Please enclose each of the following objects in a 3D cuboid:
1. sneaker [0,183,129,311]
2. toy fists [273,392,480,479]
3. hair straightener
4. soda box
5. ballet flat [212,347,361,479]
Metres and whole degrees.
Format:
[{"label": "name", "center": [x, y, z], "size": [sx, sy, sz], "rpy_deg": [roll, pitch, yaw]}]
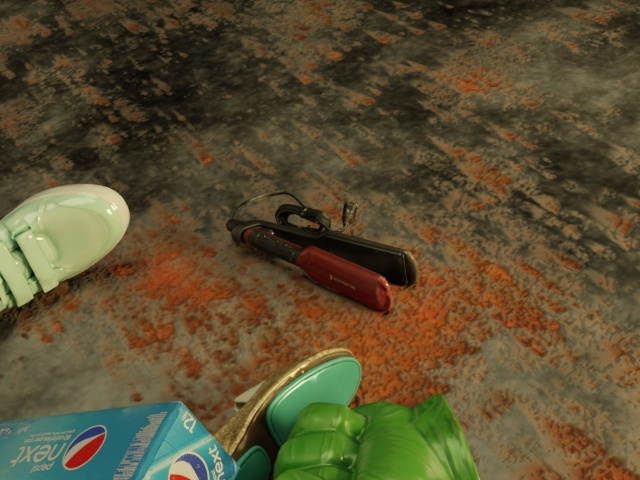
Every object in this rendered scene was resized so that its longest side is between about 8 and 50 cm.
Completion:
[{"label": "sneaker", "center": [-0.294, 0.044, 0.895], "size": [0.255, 0.094, 0.151], "rpy_deg": [-24, 30, 1]}, {"label": "toy fists", "center": [0.043, 0.201, 0.583], "size": [0.142, 0.096, 0.279], "rpy_deg": [-16, 37, -4]}, {"label": "hair straightener", "center": [0.000, 0.000, 0.920], "size": [0.230, 0.047, 0.089], "rpy_deg": [16, 44, 40]}, {"label": "soda box", "center": [-0.161, 0.163, 0.654], "size": [0.210, 0.071, 0.067], "rpy_deg": [-12, 36, 37]}, {"label": "ballet flat", "center": [-0.053, 0.144, 0.712], "size": [0.067, 0.073, 0.206], "rpy_deg": [10, 38, 41]}]
